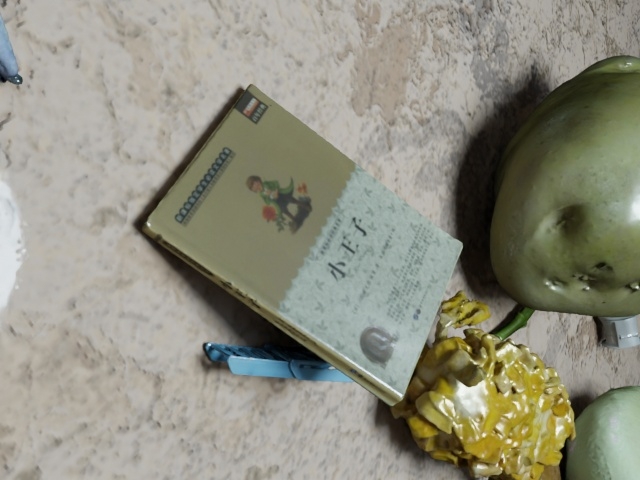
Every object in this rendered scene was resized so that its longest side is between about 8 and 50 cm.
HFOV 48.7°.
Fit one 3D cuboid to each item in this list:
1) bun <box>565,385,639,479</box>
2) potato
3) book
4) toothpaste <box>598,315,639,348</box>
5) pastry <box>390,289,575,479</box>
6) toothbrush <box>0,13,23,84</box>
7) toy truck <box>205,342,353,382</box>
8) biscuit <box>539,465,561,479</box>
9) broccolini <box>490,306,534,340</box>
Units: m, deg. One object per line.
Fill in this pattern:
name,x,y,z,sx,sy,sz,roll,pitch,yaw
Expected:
bun,0.417,0.332,0.900,0.283,0.179,0.283,22,37,-18
potato,0.309,-0.053,0.759,0.326,0.221,0.243,-41,111,-47
book,0.000,0.000,0.474,0.199,0.016,0.138,36,57,-11
toothpaste,0.413,0.023,1.024,0.096,0.061,0.266,-21,99,-48
pastry,0.159,0.146,0.663,0.250,0.102,0.154,43,69,-44
toothbrush,-0.217,-0.222,0.224,0.413,0.035,0.042,65,37,-42
toy truck,-0.013,0.059,0.500,0.136,0.063,0.074,16,92,-44
biscuit,0.256,0.409,0.823,0.301,0.043,0.278,51,53,-37
broccolini,0.256,0.072,0.845,0.218,0.044,0.042,-20,120,-44
